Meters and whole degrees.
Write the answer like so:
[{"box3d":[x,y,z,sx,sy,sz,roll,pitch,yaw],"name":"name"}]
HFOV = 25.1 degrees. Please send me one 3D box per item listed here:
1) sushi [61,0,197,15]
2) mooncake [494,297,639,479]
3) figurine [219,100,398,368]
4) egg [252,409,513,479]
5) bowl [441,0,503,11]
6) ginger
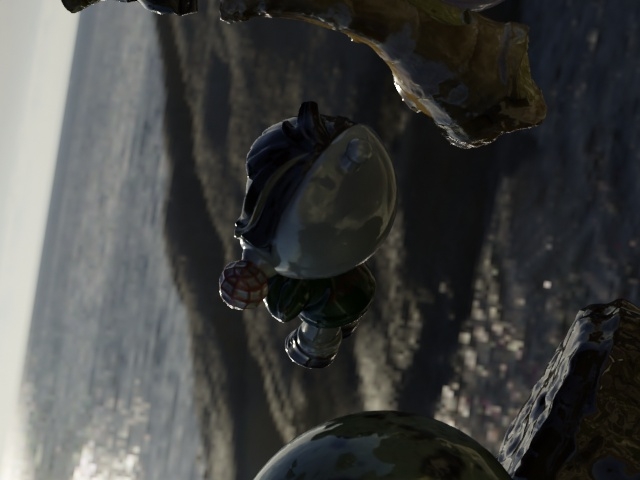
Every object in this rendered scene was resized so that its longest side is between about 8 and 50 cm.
[{"box3d":[-0.228,-0.310,1.403,0.153,0.150,0.172,25,124,42],"name":"sushi"},{"box3d":[0.317,0.225,1.616,0.324,0.187,0.324,-60,-5,-8],"name":"mooncake"},{"box3d":[0.000,0.000,1.615,0.281,0.167,0.370,-49,-26,-33],"name":"figurine"},{"box3d":[0.055,0.305,1.355,0.379,0.288,0.287,121,156,-80],"name":"egg"},{"box3d":[0.086,-0.305,1.427,0.287,0.287,0.143,-104,26,-64],"name":"bowl"},{"box3d":[0.057,-0.163,1.186,0.131,0.295,0.086,-49,26,49],"name":"ginger"}]
